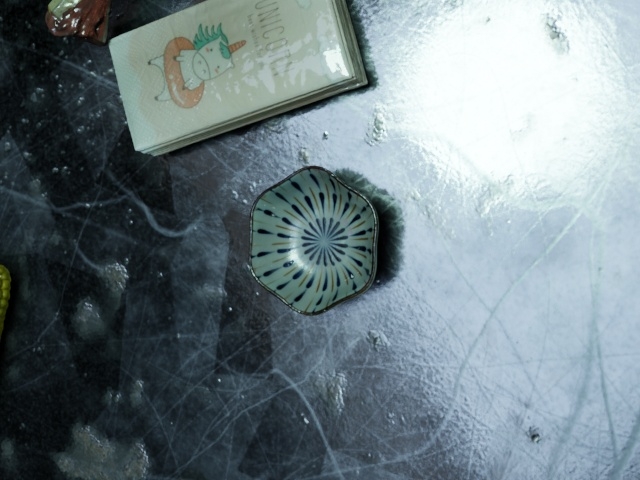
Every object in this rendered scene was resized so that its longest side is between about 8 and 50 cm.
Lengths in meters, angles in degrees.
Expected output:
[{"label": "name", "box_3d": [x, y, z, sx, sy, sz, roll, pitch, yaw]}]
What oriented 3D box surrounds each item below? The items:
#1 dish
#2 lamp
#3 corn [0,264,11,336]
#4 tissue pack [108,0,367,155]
[{"label": "dish", "box_3d": [0.000, 0.000, 1.155, 0.191, 0.066, 0.190, 1, 91, 23]}, {"label": "lamp", "box_3d": [-0.328, -0.402, 1.192, 0.215, 0.151, 0.223, -45, 60, 15]}, {"label": "corn", "box_3d": [-0.563, 0.197, 1.343, 0.144, 0.144, 0.387, 22, 95, 18]}, {"label": "tissue pack", "box_3d": [-0.115, -0.238, 1.182, 0.326, 0.071, 0.170, -15, 84, 21]}]
